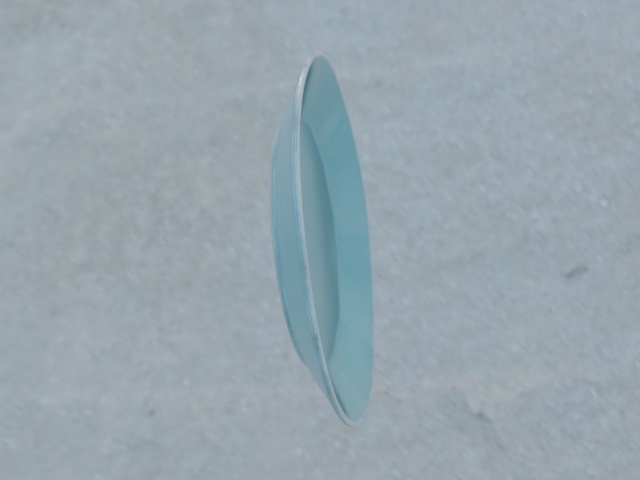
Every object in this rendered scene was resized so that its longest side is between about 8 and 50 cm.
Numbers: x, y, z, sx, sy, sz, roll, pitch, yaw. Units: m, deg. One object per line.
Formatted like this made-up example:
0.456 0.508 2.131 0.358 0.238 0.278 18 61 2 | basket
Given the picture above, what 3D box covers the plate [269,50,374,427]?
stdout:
0.000 0.000 0.850 0.024 0.188 0.188 -6 60 10 | plate
